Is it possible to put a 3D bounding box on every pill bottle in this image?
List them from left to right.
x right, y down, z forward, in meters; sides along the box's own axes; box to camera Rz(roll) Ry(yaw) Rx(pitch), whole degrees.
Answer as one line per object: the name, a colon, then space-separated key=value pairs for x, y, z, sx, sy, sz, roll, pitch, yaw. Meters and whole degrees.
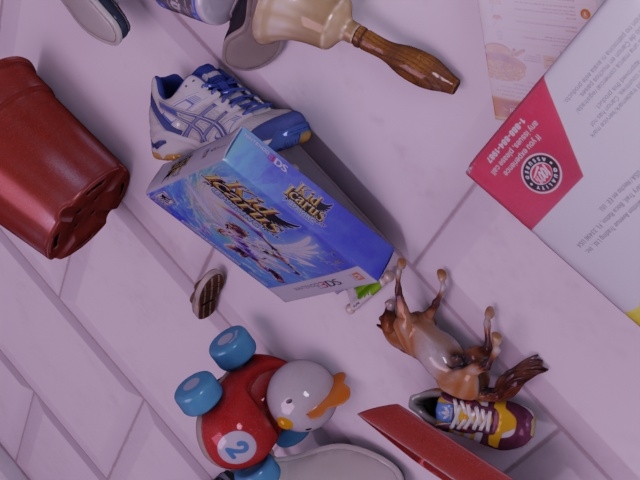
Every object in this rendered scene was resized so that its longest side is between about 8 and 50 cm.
pill bottle: x=-0.176 y=-0.337 z=1.584 sx=0.137 sy=0.078 sz=0.078 roll=26 pitch=137 yaw=37

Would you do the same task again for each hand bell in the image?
hand bell: x=0.055 y=-0.234 z=1.392 sx=0.242 sy=0.126 sz=0.126 roll=29 pitch=141 yaw=14

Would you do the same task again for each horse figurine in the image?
horse figurine: x=0.169 y=0.135 z=1.579 sx=0.263 sy=0.066 sz=0.174 roll=37 pitch=138 yaw=29

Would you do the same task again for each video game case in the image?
video game case: x=-0.073 y=-0.025 z=1.613 sx=0.269 sy=0.061 sz=0.244 roll=38 pitch=153 yaw=-20

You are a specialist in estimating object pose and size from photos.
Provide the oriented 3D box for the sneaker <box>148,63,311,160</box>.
sneaker: x=-0.141 y=-0.179 z=1.656 sx=0.296 sy=0.112 sz=0.131 roll=4 pitch=106 yaw=41

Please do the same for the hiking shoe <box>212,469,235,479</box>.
hiking shoe: x=-0.244 y=0.557 z=2.406 sx=0.113 sy=0.132 sz=0.304 roll=47 pitch=146 yaw=12

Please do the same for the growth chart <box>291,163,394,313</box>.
growth chart: x=0.000 y=0.000 z=1.714 sx=0.237 sy=0.021 sz=0.172 roll=49 pitch=148 yaw=10

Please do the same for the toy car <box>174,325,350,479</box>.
toy car: x=-0.061 y=0.261 z=1.877 sx=0.238 sy=0.210 sz=0.219 roll=-12 pitch=120 yaw=42

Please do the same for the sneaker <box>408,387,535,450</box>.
sneaker: x=0.200 y=0.238 z=1.597 sx=0.185 sy=0.084 sz=0.070 roll=2 pitch=82 yaw=50

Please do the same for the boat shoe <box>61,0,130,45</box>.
boat shoe: x=-0.356 y=-0.385 z=1.769 sx=0.254 sy=0.079 sz=0.095 roll=42 pitch=147 yaw=24

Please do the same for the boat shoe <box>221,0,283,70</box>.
boat shoe: x=-0.079 y=-0.291 z=1.541 sx=0.206 sy=0.075 sz=0.065 roll=123 pitch=151 yaw=-60

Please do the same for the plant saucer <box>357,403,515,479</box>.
plant saucer: x=0.199 y=0.318 z=1.631 sx=0.258 sy=0.048 sz=0.259 roll=30 pitch=171 yaw=33

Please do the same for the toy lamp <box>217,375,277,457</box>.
toy lamp: x=-0.106 y=0.360 z=2.116 sx=0.275 sy=0.080 sz=0.080 roll=55 pitch=147 yaw=-6

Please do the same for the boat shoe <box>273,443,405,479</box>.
boat shoe: x=0.014 y=0.402 z=1.969 sx=0.319 sy=0.116 sz=0.099 roll=-10 pitch=157 yaw=33

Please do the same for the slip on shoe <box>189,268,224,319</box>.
slip on shoe: x=-0.195 y=0.082 z=2.009 sx=0.041 sy=0.051 sz=0.135 roll=55 pitch=155 yaw=22

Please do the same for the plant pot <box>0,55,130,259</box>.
plant pot: x=-0.484 y=-0.123 z=2.018 sx=0.265 sy=0.272 sz=0.272 roll=39 pitch=144 yaw=10

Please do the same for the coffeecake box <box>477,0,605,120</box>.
coffeecake box: x=0.236 y=-0.206 z=1.190 sx=0.142 sy=0.068 sz=0.186 roll=16 pitch=131 yaw=41

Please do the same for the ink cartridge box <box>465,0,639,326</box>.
ink cartridge box: x=0.364 y=-0.045 z=1.024 sx=0.384 sy=0.160 sz=0.279 roll=43 pitch=139 yaw=5
